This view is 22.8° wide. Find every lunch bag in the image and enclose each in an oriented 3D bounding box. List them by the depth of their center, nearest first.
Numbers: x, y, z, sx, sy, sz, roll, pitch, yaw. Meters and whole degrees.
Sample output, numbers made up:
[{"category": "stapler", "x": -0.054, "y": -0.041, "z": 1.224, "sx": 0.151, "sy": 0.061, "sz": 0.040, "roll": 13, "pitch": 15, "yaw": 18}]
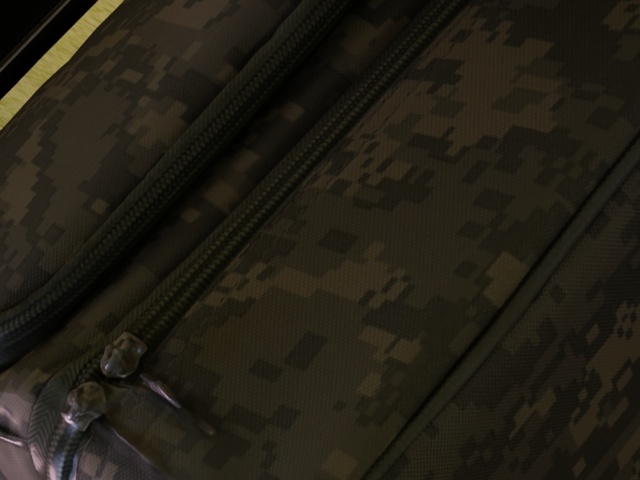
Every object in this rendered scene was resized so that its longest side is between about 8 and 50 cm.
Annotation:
[{"category": "lunch bag", "x": 0.004, "y": -0.001, "z": 0.557, "sx": 0.256, "sy": 0.305, "sz": 0.212, "roll": 32, "pitch": 164, "yaw": 35}]

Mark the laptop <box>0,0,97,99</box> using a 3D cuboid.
[{"category": "laptop", "x": -0.265, "y": -0.130, "z": 0.756, "sx": 0.236, "sy": 0.382, "sz": 0.408, "roll": 47, "pitch": 167, "yaw": -20}]
